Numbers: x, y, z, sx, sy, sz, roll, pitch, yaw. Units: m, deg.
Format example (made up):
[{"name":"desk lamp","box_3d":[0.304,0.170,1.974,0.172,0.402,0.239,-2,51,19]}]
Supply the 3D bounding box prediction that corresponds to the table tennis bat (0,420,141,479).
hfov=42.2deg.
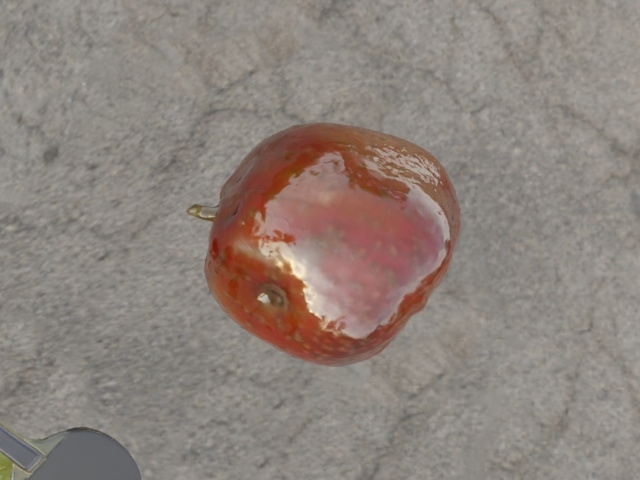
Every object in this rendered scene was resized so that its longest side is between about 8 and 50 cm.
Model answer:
[{"name":"table tennis bat","box_3d":[-0.206,0.180,0.641,0.095,0.014,0.158,-48,118,-10]}]

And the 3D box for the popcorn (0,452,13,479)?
[{"name":"popcorn","box_3d":[-0.370,0.244,0.695,0.276,0.225,0.277,-22,134,-24]}]

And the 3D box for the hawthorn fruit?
[{"name":"hawthorn fruit","box_3d":[0.000,0.000,0.910,0.299,0.275,0.276,16,70,-3]}]
